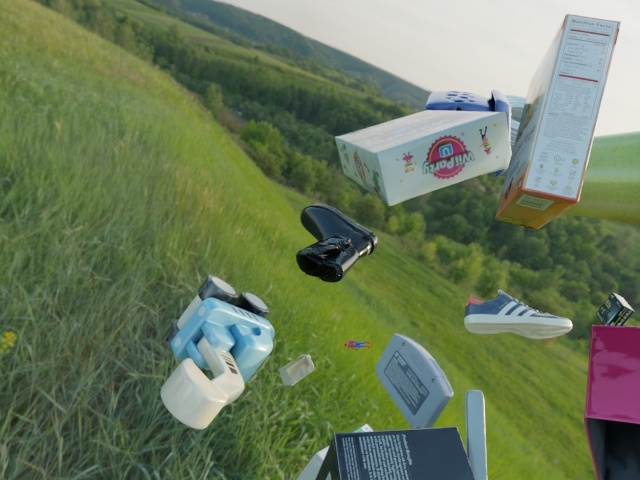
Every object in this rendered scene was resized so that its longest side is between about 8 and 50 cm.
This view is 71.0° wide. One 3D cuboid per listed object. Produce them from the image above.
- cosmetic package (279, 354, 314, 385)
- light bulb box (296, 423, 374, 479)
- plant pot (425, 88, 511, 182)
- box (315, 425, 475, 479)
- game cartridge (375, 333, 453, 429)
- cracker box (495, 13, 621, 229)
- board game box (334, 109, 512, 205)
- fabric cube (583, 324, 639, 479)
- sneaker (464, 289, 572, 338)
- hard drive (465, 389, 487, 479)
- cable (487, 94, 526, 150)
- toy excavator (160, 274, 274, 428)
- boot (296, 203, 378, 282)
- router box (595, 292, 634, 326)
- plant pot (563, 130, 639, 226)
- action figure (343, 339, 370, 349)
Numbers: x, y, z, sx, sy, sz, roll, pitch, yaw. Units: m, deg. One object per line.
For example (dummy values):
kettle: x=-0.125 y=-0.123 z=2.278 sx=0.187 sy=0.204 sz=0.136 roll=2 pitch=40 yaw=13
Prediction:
cosmetic package: x=-0.078 y=0.428 z=1.486 sx=0.041 sy=0.060 sz=0.115 roll=-16 pitch=5 yaw=43
light bulb box: x=0.070 y=0.916 z=1.634 sx=0.225 sy=0.357 sz=0.361 roll=42 pitch=20 yaw=30
plant pot: x=0.415 y=-0.298 z=1.261 sx=0.212 sy=0.235 sz=0.236 roll=-1 pitch=25 yaw=17
box: x=0.158 y=0.576 z=1.031 sx=0.295 sy=0.296 sz=0.182 roll=2 pitch=44 yaw=-11
game cartridge: x=0.297 y=0.449 z=1.450 sx=0.062 sy=0.198 sz=0.297 roll=21 pitch=18 yaw=-32
cracker box: x=0.303 y=-0.145 z=0.592 sx=0.067 sy=0.232 sz=0.156 roll=16 pitch=-8 yaw=13
board game box: x=0.173 y=-0.171 z=0.847 sx=0.224 sy=0.097 sz=0.303 roll=-18 pitch=20 yaw=-5
fabric cube: x=0.688 y=0.349 z=0.886 sx=0.259 sy=0.254 sz=0.258 roll=-7 pitch=28 yaw=37
sneaker: x=0.689 y=0.250 z=1.582 sx=0.351 sy=0.131 sz=0.148 roll=4 pitch=54 yaw=11
hard drive: x=0.429 y=0.563 z=1.232 sx=0.047 sy=0.232 sz=0.353 roll=-2 pitch=-28 yaw=18
cable: x=0.632 y=-0.384 z=1.456 sx=0.257 sy=0.089 sz=0.257 roll=16 pitch=48 yaw=6
toy excavator: x=-0.249 y=0.292 z=1.157 sx=0.433 sy=0.222 sz=0.445 roll=34 pitch=5 yaw=-47
boot: x=0.000 y=0.000 z=1.148 sx=0.247 sy=0.094 sz=0.207 roll=28 pitch=35 yaw=25
router box: x=0.923 y=0.227 z=1.410 sx=0.038 sy=0.092 sz=0.122 roll=31 pitch=21 yaw=10
plant pot: x=0.706 y=-0.150 z=1.077 sx=0.254 sy=0.275 sz=0.276 roll=2 pitch=18 yaw=11
action figure: x=0.155 y=0.450 z=1.930 sx=0.115 sy=0.030 sz=0.038 roll=1 pitch=48 yaw=13
